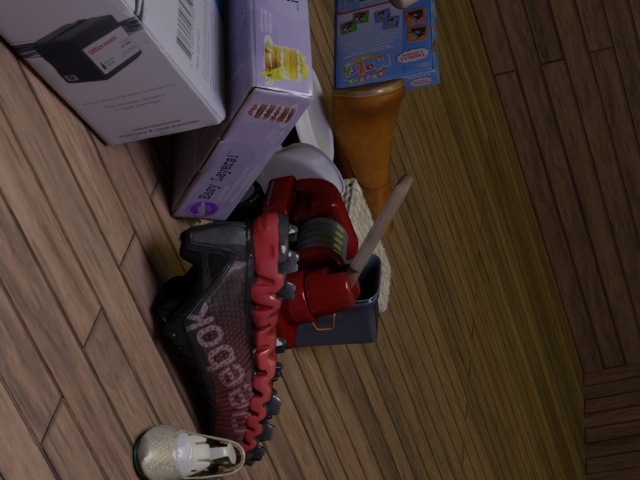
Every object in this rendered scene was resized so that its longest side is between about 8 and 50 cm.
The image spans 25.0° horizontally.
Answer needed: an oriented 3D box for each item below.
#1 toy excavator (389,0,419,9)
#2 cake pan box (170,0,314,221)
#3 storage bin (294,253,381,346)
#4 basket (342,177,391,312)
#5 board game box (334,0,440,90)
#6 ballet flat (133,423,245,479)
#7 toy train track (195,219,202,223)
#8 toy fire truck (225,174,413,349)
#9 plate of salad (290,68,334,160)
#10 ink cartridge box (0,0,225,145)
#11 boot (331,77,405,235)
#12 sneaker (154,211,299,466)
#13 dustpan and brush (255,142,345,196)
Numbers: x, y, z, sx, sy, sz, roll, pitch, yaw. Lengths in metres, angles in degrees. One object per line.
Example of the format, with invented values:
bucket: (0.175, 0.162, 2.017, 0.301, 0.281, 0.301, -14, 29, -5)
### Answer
toy excavator: (-0.007, -0.425, 1.530, 0.433, 0.222, 0.445, 61, 0, -1)
cake pan box: (-0.089, -0.180, 1.452, 0.267, 0.070, 0.245, 129, -35, -53)
storage bin: (0.012, 0.082, 1.741, 0.098, 0.135, 0.091, -83, 165, -48)
basket: (0.018, 0.016, 1.838, 0.113, 0.103, 0.167, -80, 152, -54)
board game box: (0.102, -0.315, 2.248, 0.039, 0.160, 0.211, 61, 24, -47)
ballet flat: (-0.118, 0.198, 1.352, 0.168, 0.052, 0.057, 22, 58, -70)
toy train track: (-0.122, -0.044, 1.567, 0.048, 0.014, 0.083, 33, 40, -8)
toy fire truck: (0.000, 0.000, 1.538, 0.217, 0.246, 0.158, -78, 151, -54)
plate of salad: (-0.025, -0.165, 1.918, 0.200, 0.048, 0.200, -13, 90, -77)
ink cartridge box: (-0.200, -0.257, 1.268, 0.307, 0.129, 0.223, 51, 32, -58)
boot: (0.074, -0.111, 2.000, 0.295, 0.104, 0.211, -171, -107, -83)
sneaker: (-0.098, 0.098, 1.420, 0.097, 0.135, 0.276, -95, -170, -65)
dustpan and brush: (-0.043, -0.081, 1.736, 0.060, 0.147, 0.211, -13, 58, -44)
